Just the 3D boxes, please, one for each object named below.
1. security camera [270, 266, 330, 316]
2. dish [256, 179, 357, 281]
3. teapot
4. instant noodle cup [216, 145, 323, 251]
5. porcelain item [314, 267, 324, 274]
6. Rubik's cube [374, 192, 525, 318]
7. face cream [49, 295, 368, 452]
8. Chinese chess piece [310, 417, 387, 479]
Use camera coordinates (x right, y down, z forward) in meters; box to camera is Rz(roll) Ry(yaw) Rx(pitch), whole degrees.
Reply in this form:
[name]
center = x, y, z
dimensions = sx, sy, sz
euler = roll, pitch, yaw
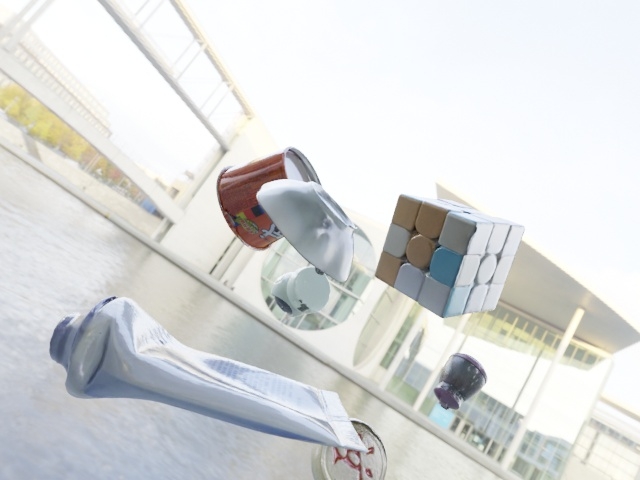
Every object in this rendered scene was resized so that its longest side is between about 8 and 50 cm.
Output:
[security camera]
center = -0.096, 0.215, 1.732
dimensions = 0.194, 0.194, 0.236
euler = 38, -32, -25
[dish]
center = -0.003, -0.032, 0.605
dimensions = 0.191, 0.066, 0.190
euler = 45, 13, -14
[teapot]
center = 0.373, 0.397, 1.160
dimensions = 0.116, 0.146, 0.148
euler = 47, -27, 8
[instant noodle cup]
center = -0.118, -0.118, 1.089
dimensions = 0.192, 0.250, 0.250
euler = -22, -42, 25
[porcelain item]
center = 0.000, 0.000, 1.255
dimensions = 0.081, 0.215, 0.069
euler = 14, 19, 27
[Rubik's cube]
center = 0.464, 0.045, 1.528
dimensions = 0.347, 0.347, 0.344
euler = 4, 19, -39
[face cream]
center = -0.154, 0.188, 0.586
dimensions = 0.420, 0.137, 0.235
euler = 18, -7, -5
[Chinese chess piece]
center = 0.090, 0.697, 1.323
dimensions = 0.250, 0.249, 0.103
euler = 34, -36, -4
